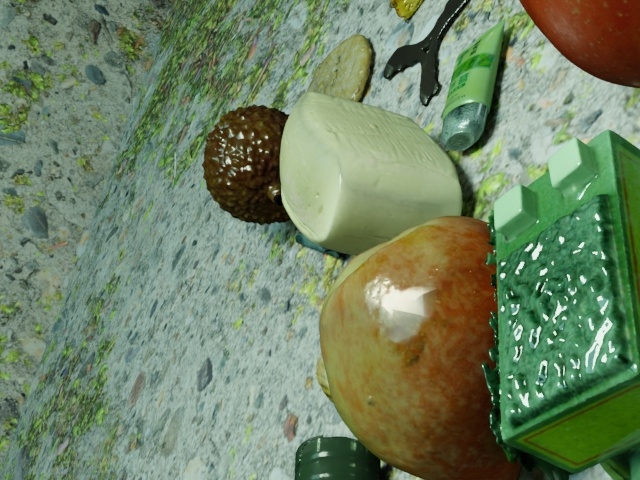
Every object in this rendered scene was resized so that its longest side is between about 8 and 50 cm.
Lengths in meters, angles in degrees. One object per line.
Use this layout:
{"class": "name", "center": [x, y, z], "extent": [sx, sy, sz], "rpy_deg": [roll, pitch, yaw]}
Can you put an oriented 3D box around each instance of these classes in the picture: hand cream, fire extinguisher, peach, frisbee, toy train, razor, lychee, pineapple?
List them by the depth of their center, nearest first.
{"class": "toy train", "center": [0.229, 0.059, 0.755], "extent": [0.159, 0.188, 0.271], "rpy_deg": [-40, 32, 42]}
{"class": "peach", "center": [0.120, 0.111, 0.917], "extent": [0.232, 0.256, 0.232], "rpy_deg": [-31, -1, -1]}
{"class": "fire extinguisher", "center": [0.018, 0.352, 1.025], "extent": [0.114, 0.095, 0.311], "rpy_deg": [-18, 45, 25]}
{"class": "hand cream", "center": [0.186, -0.190, 1.269], "extent": [0.095, 0.046, 0.175], "rpy_deg": [-36, 35, 52]}
{"class": "frisbee", "center": [0.152, -0.260, 1.454], "extent": [0.211, 0.012, 0.187], "rpy_deg": [-39, 35, 44]}
{"class": "razor", "center": [0.002, 0.006, 1.480], "extent": [0.066, 0.033, 0.190], "rpy_deg": [-23, 12, -18]}
{"class": "pineapple", "center": [0.140, -0.408, 1.578], "extent": [0.077, 0.114, 0.114], "rpy_deg": [-11, 28, 18]}
{"class": "lychee", "center": [-0.089, -0.112, 1.579], "extent": [0.200, 0.200, 0.238], "rpy_deg": [-55, 32, 21]}

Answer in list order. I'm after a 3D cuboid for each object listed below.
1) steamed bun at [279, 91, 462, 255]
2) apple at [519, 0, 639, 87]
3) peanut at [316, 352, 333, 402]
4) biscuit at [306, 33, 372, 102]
{"class": "steamed bun", "center": [0.046, -0.067, 1.248], "extent": [0.250, 0.200, 0.154], "rpy_deg": [-118, 43, -55]}
{"class": "apple", "center": [0.296, -0.273, 0.914], "extent": [0.260, 0.216, 0.260], "rpy_deg": [-42, 34, 36]}
{"class": "peanut", "center": [0.052, 0.164, 1.147], "extent": [0.087, 0.087, 0.207], "rpy_deg": [-62, 24, 6]}
{"class": "biscuit", "center": [0.017, -0.240, 1.687], "extent": [0.220, 0.033, 0.220], "rpy_deg": [-46, 31, 37]}
